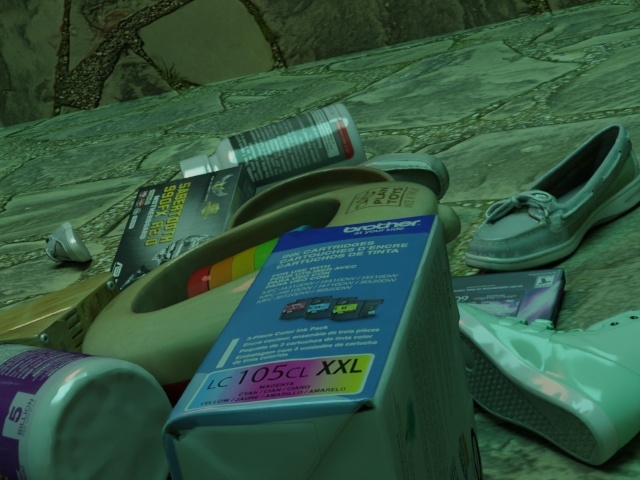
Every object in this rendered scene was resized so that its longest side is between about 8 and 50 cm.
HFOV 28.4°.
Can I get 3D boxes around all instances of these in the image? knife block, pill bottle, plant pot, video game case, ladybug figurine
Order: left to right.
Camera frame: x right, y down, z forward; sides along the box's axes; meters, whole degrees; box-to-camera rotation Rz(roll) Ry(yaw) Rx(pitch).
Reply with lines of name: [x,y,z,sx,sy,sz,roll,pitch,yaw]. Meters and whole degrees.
knife block: [-0.421,0.145,1.698,0.242,0.088,0.276,-6,21,27]
pill bottle: [-0.304,0.194,1.315,0.301,0.169,0.169,1,24,44]
pill bottle: [-0.073,-0.105,2.028,0.283,0.161,0.161,-17,18,-5]
ladybug figurine: [-0.046,0.076,1.381,0.449,0.162,0.305,-21,17,23]
plant pot: [0.000,0.000,1.707,0.237,0.110,0.237,-13,26,7]
video game case: [0.156,0.104,1.393,0.196,0.026,0.274,-5,21,20]

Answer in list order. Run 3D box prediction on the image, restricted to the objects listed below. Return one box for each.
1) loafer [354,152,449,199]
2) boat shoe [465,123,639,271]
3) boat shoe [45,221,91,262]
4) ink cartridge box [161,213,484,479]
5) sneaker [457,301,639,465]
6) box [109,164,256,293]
loafer: [0.034,-0.042,1.848,0.319,0.112,0.111,-19,21,17]
boat shoe: [0.301,-0.051,1.630,0.320,0.103,0.118,-27,21,-32]
boat shoe: [-0.442,0.010,2.173,0.063,0.066,0.184,-34,23,-9]
ink cartridge box: [0.031,0.153,0.978,0.151,0.270,0.395,-5,20,16]
sneaker: [0.229,0.107,1.204,0.151,0.094,0.256,-30,37,-23]
box: [-0.204,0.002,1.844,0.183,0.056,0.231,-11,43,24]
